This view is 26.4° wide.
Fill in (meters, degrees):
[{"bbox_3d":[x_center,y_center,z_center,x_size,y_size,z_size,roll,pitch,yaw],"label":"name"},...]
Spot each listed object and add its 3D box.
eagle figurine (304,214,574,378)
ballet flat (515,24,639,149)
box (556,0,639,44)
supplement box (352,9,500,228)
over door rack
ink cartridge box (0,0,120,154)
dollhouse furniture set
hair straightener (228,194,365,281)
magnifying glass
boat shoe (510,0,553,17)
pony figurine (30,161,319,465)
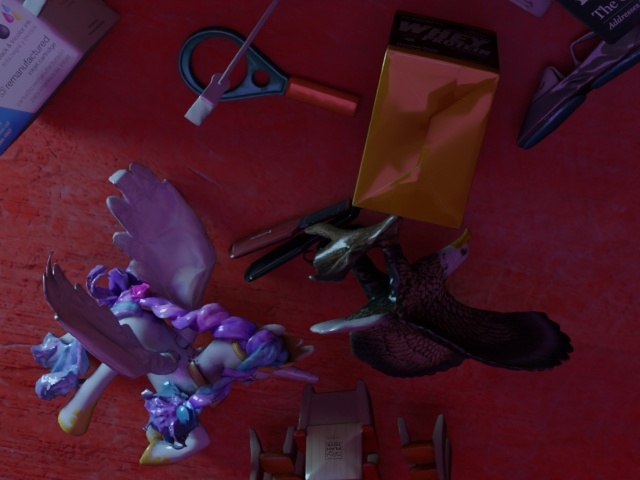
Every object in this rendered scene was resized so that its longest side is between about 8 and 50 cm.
[{"bbox_3d":[0.136,0.087,1.668,0.225,0.226,0.298,-36,112,12],"label":"eagle figurine"},{"bbox_3d":[0.309,-0.198,1.647,0.213,0.072,0.068,-39,77,18],"label":"ballet flat"},{"bbox_3d":[0.313,-0.434,1.403,0.312,0.179,0.343,34,131,-18],"label":"box"},{"bbox_3d":[0.126,-0.147,1.605,0.129,0.194,0.191,12,113,1],"label":"supplement box"},{"bbox_3d":[-0.135,-0.326,1.520,0.239,0.108,0.324,35,71,-8],"label":"over door rack"},{"bbox_3d":[-0.417,-0.262,1.605,0.270,0.197,0.198,40,110,-11],"label":"ink cartridge box"},{"bbox_3d":[0.034,0.298,1.771,0.262,0.135,0.259,-5,147,8],"label":"dollhouse furniture set"},{"bbox_3d":[0.000,0.000,1.767,0.230,0.047,0.089,-25,116,9],"label":"hair straightener"},{"bbox_3d":[-0.065,-0.199,1.693,0.231,0.026,0.092,17,113,-3],"label":"magnifying glass"},{"bbox_3d":[0.154,-0.336,1.584,0.268,0.096,0.088,19,113,-9],"label":"boat shoe"},{"bbox_3d":[-0.217,0.124,1.732,0.351,0.303,0.363,43,131,-12],"label":"pony figurine"}]
